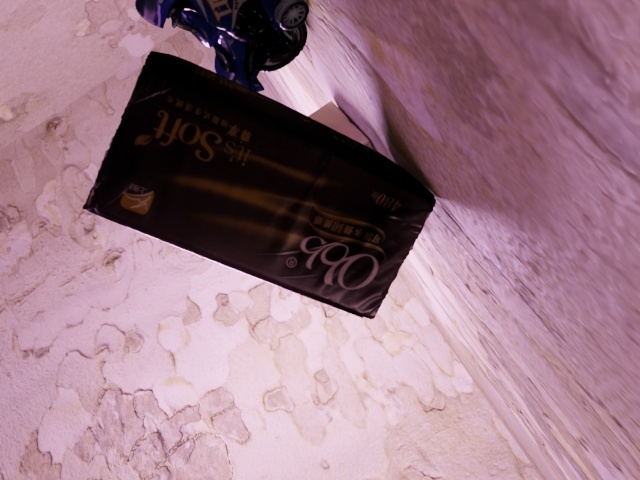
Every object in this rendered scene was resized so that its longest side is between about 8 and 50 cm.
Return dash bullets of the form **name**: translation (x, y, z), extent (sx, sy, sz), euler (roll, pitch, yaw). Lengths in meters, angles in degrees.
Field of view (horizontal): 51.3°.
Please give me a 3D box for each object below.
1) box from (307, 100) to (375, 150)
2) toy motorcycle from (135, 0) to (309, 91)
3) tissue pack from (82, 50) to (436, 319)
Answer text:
- **box**: translation (0.055, -0.102, 1.117), extent (0.212, 0.095, 0.168), euler (55, 179, -40)
- **toy motorcycle**: translation (-0.113, -0.275, 0.790), extent (0.113, 0.169, 0.315), euler (56, -179, 24)
- **tissue pack**: translation (-0.067, -0.068, 0.818), extent (0.370, 0.198, 0.210), euler (23, -174, -15)
